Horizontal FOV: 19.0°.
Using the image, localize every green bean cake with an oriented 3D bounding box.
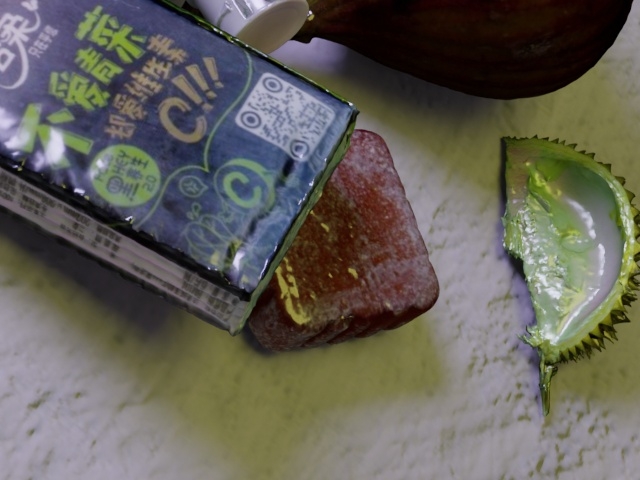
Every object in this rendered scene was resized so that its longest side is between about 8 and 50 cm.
[{"bbox_3d":[0.000,0.000,1.247,0.135,0.056,0.135,-9,72,-37],"label":"green bean cake"}]

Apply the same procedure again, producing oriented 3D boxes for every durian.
[{"bbox_3d":[0.181,0.019,1.372,0.100,0.086,0.215,-6,65,-1],"label":"durian"}]

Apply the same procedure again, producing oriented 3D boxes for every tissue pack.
[{"bbox_3d":[-0.112,-0.066,1.148,0.235,0.073,0.173,27,52,1],"label":"tissue pack"}]

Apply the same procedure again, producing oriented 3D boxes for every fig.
[{"bbox_3d":[0.053,-0.182,1.320,0.321,0.217,0.217,-17,78,-10],"label":"fig"}]

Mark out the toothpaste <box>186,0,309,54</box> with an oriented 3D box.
[{"bbox_3d":[-0.118,-0.256,1.258,0.100,0.066,0.323,-20,66,-37],"label":"toothpaste"}]
